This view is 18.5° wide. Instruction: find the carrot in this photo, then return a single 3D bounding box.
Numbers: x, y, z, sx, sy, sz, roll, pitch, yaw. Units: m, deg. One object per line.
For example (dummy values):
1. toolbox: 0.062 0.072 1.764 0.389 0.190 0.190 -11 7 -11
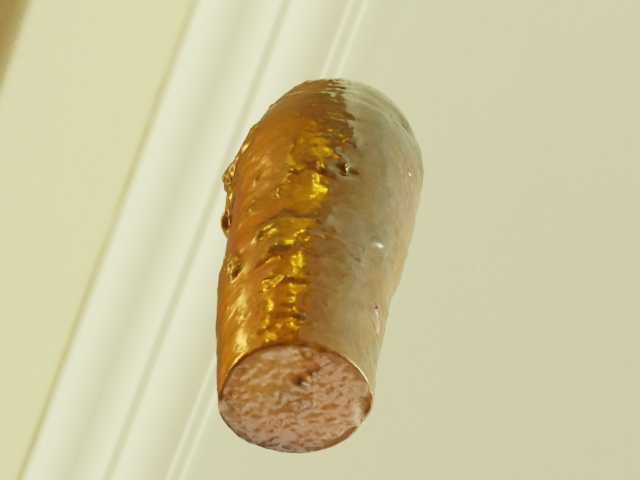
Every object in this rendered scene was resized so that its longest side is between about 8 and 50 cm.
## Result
1. carrot: 0.000 0.000 1.284 0.138 0.302 0.139 1 -53 1
